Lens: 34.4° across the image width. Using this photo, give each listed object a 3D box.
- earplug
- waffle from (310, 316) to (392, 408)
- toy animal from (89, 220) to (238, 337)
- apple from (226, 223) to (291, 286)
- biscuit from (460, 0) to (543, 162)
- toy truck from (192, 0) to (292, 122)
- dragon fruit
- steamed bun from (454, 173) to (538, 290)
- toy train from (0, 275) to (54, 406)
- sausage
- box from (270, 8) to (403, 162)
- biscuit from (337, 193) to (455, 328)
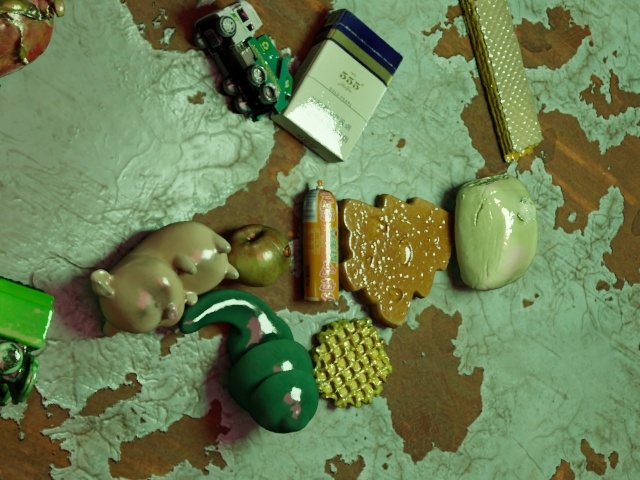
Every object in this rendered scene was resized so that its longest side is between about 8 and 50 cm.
[{"bbox_3d":[-0.109,0.224,1.888,0.164,0.280,0.257,-35,144,-3],"label":"earplug"},{"bbox_3d":[0.059,0.243,2.049,0.191,0.038,0.191,0,90,-29],"label":"waffle"},{"bbox_3d":[-0.276,0.063,1.801,0.250,0.154,0.166,-35,129,-29],"label":"toy animal"},{"bbox_3d":[-0.119,0.029,1.905,0.126,0.126,0.102,-27,128,-25],"label":"apple"},{"bbox_3d":[0.388,-0.357,2.211,0.094,0.054,0.378,-21,100,-26],"label":"biscuit"},{"bbox_3d":[-0.131,-0.335,1.908,0.116,0.110,0.216,-42,109,-35],"label":"toy truck"},{"bbox_3d":[-0.508,-0.377,1.644,0.147,0.211,0.282,-10,98,-32],"label":"dragon fruit"},{"bbox_3d":[0.372,-0.015,2.132,0.170,0.153,0.238,-11,97,-48],"label":"steamed bun"},{"bbox_3d":[-0.511,0.156,1.632,0.132,0.243,0.188,22,72,-27],"label":"toy train"},{"bbox_3d":[0.000,0.000,1.996,0.071,0.071,0.234,-2,92,-28],"label":"sausage"},{"bbox_3d":[0.035,-0.300,2.012,0.168,0.071,0.259,36,74,-24],"label":"box"},{"bbox_3d":[0.162,0.018,2.100,0.306,0.043,0.283,-25,99,-29],"label":"biscuit"}]
